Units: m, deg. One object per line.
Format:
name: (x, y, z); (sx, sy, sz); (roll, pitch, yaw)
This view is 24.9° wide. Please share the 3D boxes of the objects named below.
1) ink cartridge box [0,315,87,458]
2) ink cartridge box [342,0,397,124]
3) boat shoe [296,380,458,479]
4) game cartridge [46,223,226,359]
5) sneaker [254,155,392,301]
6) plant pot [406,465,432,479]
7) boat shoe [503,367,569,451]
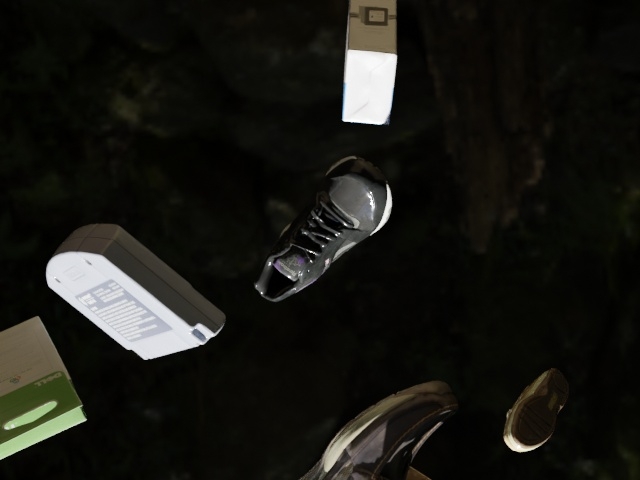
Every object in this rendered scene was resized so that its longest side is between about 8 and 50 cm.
ink cartridge box: (-0.326, 0.173, 1.594); (0.109, 0.062, 0.209); (-24, -148, -13)
ink cartridge box: (0.061, -0.236, 1.789); (0.060, 0.104, 0.180); (4, -142, 0)
boat shoe: (0.057, 0.313, 1.800); (0.355, 0.130, 0.132); (-47, 158, 26)
game cartridge: (-0.245, 0.065, 1.822); (0.062, 0.198, 0.297); (-50, -168, -21)
sneaker: (0.000, 0.000, 2.005); (0.124, 0.107, 0.283); (-50, 179, -41)
plant pot: (0.100, 0.476, 2.355); (0.284, 0.191, 0.284); (31, -175, -3)
boat shoe: (0.306, 0.259, 2.134); (0.072, 0.068, 0.190); (-30, -176, 36)
